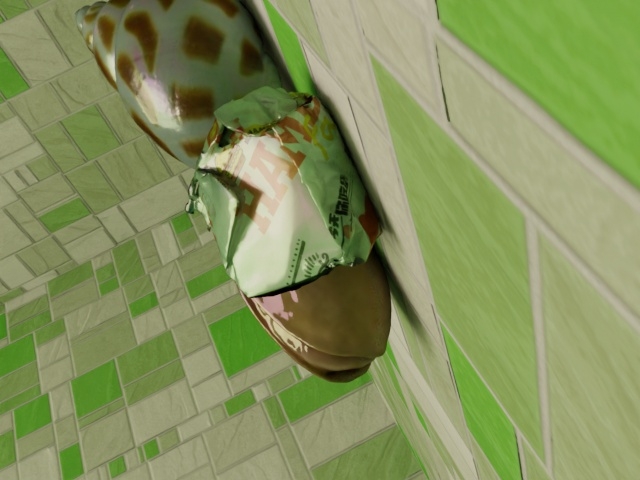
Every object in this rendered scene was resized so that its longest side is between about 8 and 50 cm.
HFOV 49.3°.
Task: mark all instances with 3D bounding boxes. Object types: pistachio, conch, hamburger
[{"bbox_3d":[-0.014,0.042,0.907,0.292,0.182,0.162,60,153,17],"label":"pistachio"},{"bbox_3d":[-0.180,-0.222,0.940,0.368,0.197,0.249,46,142,36],"label":"conch"},{"bbox_3d":[-0.057,-0.052,0.769,0.235,0.125,0.214,-20,96,47],"label":"hamburger"}]
